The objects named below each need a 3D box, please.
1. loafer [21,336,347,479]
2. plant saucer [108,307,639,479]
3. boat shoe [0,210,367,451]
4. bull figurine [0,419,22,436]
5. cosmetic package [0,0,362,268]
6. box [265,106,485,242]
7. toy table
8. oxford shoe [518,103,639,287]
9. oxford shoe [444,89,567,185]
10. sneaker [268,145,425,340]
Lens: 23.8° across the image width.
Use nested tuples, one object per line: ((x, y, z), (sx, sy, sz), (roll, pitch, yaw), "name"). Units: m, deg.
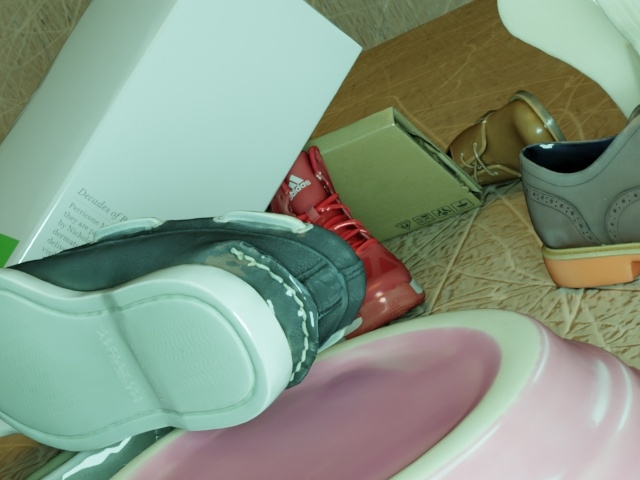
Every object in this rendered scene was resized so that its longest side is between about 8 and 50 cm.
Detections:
((-0.094, 0.120, 0.897), (0.251, 0.094, 0.087), (-29, 16, -12), "loafer")
((0.003, 0.126, 0.690), (0.332, 0.084, 0.332), (-26, 11, 5), "plant saucer")
((-0.097, 0.046, 0.813), (0.302, 0.114, 0.091), (-1, 26, 47), "boat shoe")
((-0.281, 0.202, 0.934), (0.188, 0.101, 0.310), (-20, 14, 10), "bull figurine")
((-0.151, -0.041, 1.160), (0.197, 0.155, 0.366), (10, 69, 60), "cosmetic package")
((0.014, -0.036, 1.276), (0.201, 0.021, 0.164), (-20, -32, 25), "box")
((0.252, -0.130, 1.032), (0.274, 0.161, 0.252), (-17, 6, 22), "toy table")
((0.227, -0.041, 0.898), (0.271, 0.098, 0.097), (-15, 16, 44), "oxford shoe")
((0.155, -0.074, 1.296), (0.076, 0.076, 0.212), (-33, 2, -10), "oxford shoe")
((0.000, 0.000, 1.138), (0.087, 0.128, 0.221), (-30, 10, -12), "sneaker")
